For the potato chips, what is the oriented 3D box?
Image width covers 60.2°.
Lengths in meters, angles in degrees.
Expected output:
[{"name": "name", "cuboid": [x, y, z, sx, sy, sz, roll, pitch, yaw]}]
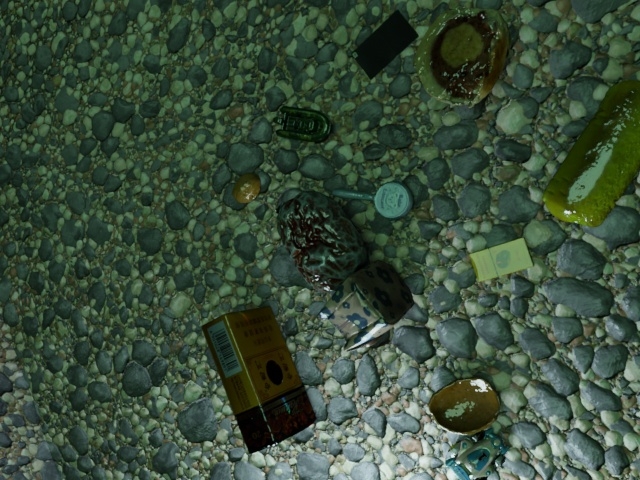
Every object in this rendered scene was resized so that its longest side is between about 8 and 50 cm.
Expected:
[{"name": "potato chips", "cuboid": [0.413, 0.468, 1.567, 0.202, 0.049, 0.150, -36, 72, 23]}]

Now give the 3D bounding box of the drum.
[{"name": "drum", "cuboid": [0.163, -0.149, 1.681, 0.253, 0.049, 0.130, 27, 102, 23]}]

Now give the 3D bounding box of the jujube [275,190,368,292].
[{"name": "jujube", "cuboid": [0.000, 0.000, 1.671, 0.226, 0.226, 0.317, -44, 71, 19]}]

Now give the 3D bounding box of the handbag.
[{"name": "handbag", "cuboid": [0.131, 0.192, 1.597, 0.193, 0.251, 0.190, -42, 81, 30]}]

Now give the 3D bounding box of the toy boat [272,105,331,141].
[{"name": "toy boat", "cuboid": [-0.057, -0.374, 1.784, 0.210, 0.052, 0.104, 15, 94, 26]}]

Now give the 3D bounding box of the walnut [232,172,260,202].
[{"name": "walnut", "cuboid": [-0.261, -0.181, 1.884, 0.091, 0.052, 0.121, 45, 106, 22]}]

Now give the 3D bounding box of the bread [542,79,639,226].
[{"name": "bread", "cuboid": [0.715, -0.214, 1.380, 0.166, 0.112, 0.383, 34, 104, 22]}]

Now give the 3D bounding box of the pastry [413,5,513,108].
[{"name": "pastry", "cuboid": [0.398, -0.495, 1.509, 0.237, 0.170, 0.256, 32, 110, 42]}]

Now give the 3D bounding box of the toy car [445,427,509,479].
[{"name": "toy car", "cuboid": [0.437, 0.606, 1.529, 0.161, 0.098, 0.126, -46, 74, 21]}]

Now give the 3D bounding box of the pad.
[{"name": "pad", "cuboid": [0.194, -0.598, 1.688, 0.193, 0.004, 0.116, -38, 75, 20]}]

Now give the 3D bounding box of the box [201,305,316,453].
[{"name": "box", "cuboid": [-0.188, 0.425, 1.740, 0.116, 0.264, 0.415, -29, 76, 23]}]

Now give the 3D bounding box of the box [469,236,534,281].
[{"name": "box", "cuboid": [0.502, 0.054, 1.535, 0.155, 0.023, 0.086, -20, 79, 25]}]
